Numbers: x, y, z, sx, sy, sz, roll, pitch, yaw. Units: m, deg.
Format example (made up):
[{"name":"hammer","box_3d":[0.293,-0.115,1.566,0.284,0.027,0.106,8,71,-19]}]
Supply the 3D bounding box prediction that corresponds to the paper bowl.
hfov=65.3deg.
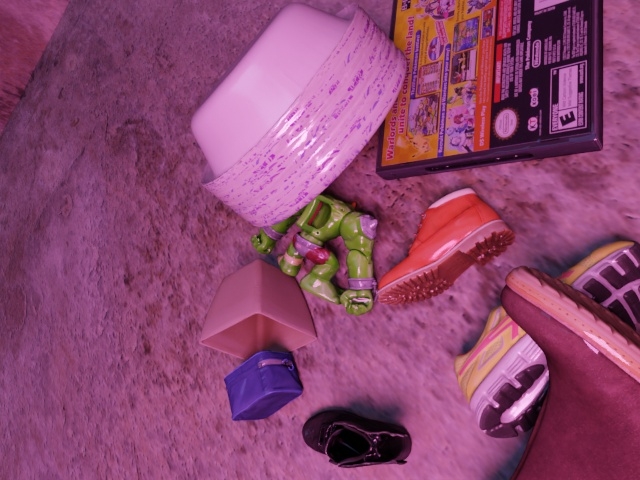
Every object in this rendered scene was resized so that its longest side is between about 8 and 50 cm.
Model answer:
[{"name":"paper bowl","box_3d":[-0.045,-0.168,0.614,0.284,0.148,0.284,-42,22,22]}]

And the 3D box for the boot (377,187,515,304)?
[{"name":"boot","box_3d":[0.122,0.008,0.550,0.158,0.059,0.084,-35,52,15]}]

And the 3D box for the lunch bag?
[{"name":"lunch bag","box_3d":[-0.074,0.181,0.641,0.098,0.067,0.065,-39,54,23]}]

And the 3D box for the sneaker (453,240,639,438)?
[{"name":"sneaker","box_3d":[0.198,0.072,0.450,0.208,0.081,0.094,-44,25,4]}]

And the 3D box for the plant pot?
[{"name":"plant pot","box_3d":[-0.082,0.089,0.661,0.109,0.109,0.096,-30,47,29]}]

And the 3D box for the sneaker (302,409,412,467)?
[{"name":"sneaker","box_3d":[0.028,0.210,0.532,0.170,0.089,0.051,-8,70,38]}]

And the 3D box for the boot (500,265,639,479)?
[{"name":"boot","box_3d":[0.178,0.164,0.369,0.248,0.090,0.207,43,110,6]}]

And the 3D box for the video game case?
[{"name":"video game case","box_3d":[0.189,-0.217,0.585,0.248,0.035,0.274,-3,74,39]}]

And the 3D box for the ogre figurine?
[{"name":"ogre figurine","box_3d":[0.000,0.000,0.627,0.197,0.097,0.118,41,114,52]}]
